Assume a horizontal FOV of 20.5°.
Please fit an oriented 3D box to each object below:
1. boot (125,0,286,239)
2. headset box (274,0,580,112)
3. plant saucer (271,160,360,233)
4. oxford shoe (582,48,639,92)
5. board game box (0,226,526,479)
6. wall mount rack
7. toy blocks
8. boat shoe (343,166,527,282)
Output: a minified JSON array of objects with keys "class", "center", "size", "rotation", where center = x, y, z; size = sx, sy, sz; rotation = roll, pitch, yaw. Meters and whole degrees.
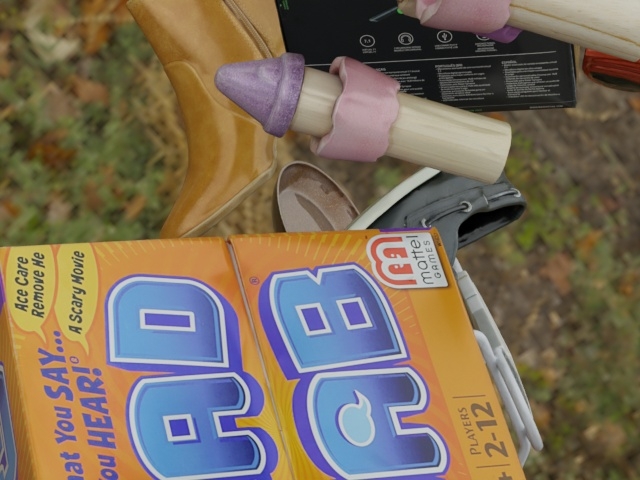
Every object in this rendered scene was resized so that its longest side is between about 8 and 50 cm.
[{"class":"boot","center":[-0.117,-0.144,1.693],"size":[0.211,0.104,0.295],"rotation":[45,68,-8]},{"class":"headset box","center":[0.084,-0.249,1.477],"size":[0.131,0.246,0.283],"rotation":[-81,163,-44]},{"class":"plant saucer","center":[0.000,0.000,2.112],"size":[0.198,0.036,0.198],"rotation":[40,34,-33]},{"class":"oxford shoe","center":[0.259,-0.208,1.428],"size":[0.097,0.271,0.098],"rotation":[13,77,3]},{"class":"board game box","center":[-0.072,0.240,1.378],"size":[0.356,0.356,0.356],"rotation":[-2,53,-20]},{"class":"wall mount rack","center":[0.168,0.184,2.086],"size":[0.350,0.130,0.304],"rotation":[-109,177,-61]},{"class":"toy blocks","center":[0.041,-0.228,1.050],"size":[0.260,0.288,0.309],"rotation":[15,70,-11]},{"class":"boat shoe","center":[0.086,0.012,1.628],"size":[0.113,0.127,0.340],"rotation":[46,39,4]}]
